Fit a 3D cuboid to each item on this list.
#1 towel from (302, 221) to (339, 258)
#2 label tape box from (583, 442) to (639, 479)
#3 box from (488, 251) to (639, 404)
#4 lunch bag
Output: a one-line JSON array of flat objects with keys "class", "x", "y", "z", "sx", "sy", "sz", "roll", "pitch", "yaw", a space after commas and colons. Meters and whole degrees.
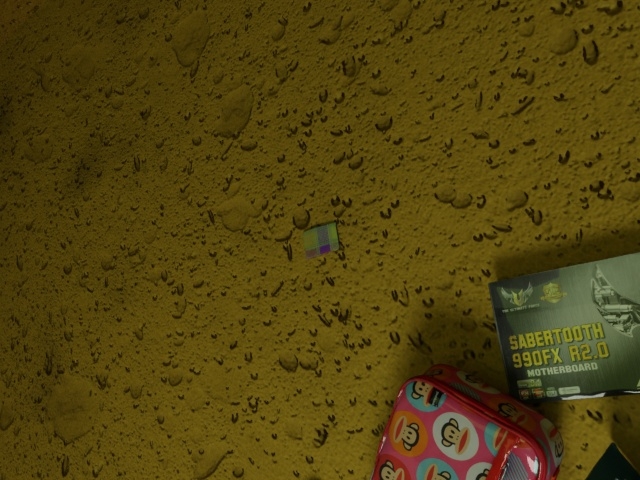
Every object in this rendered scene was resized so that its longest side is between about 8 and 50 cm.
[{"class": "towel", "x": 0.000, "y": 0.000, "z": 1.053, "sx": 0.083, "sy": 0.009, "sz": 0.060, "roll": -19, "pitch": 69, "yaw": 29}, {"class": "label tape box", "x": 0.457, "y": 0.333, "z": 0.520, "sx": 0.115, "sy": 0.249, "sz": 0.347, "roll": -51, "pitch": 57, "yaw": 15}, {"class": "box", "x": 0.373, "y": 0.127, "z": 0.741, "sx": 0.231, "sy": 0.056, "sz": 0.183, "roll": -16, "pitch": 72, "yaw": 31}, {"class": "lunch bag", "x": 0.208, "y": 0.353, "z": 0.749, "sx": 0.258, "sy": 0.120, "sz": 0.293, "roll": 24, "pitch": 107, "yaw": 34}]
